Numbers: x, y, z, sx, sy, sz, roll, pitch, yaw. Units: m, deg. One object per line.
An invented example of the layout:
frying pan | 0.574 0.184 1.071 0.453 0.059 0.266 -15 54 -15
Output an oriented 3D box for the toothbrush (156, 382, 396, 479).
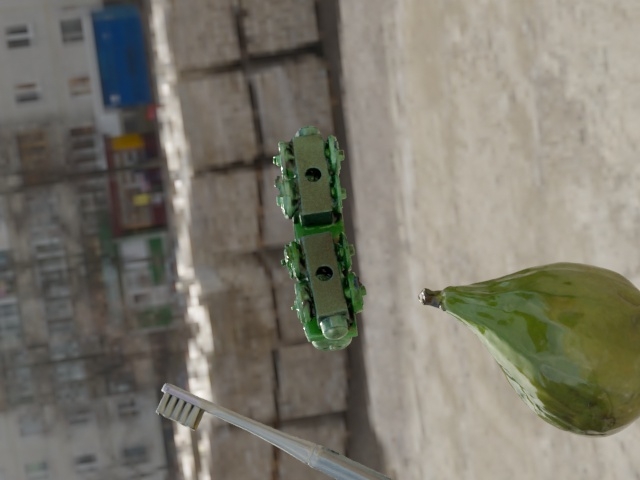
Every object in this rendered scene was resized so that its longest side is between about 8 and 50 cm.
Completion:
toothbrush | 0.015 0.191 1.172 0.030 0.342 0.025 -66 -17 -11

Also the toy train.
toy train | 0.000 0.000 1.535 0.119 0.085 0.251 81 -177 -64

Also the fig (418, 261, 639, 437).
fig | 0.306 0.146 1.873 0.233 0.314 0.233 -178 90 -67
